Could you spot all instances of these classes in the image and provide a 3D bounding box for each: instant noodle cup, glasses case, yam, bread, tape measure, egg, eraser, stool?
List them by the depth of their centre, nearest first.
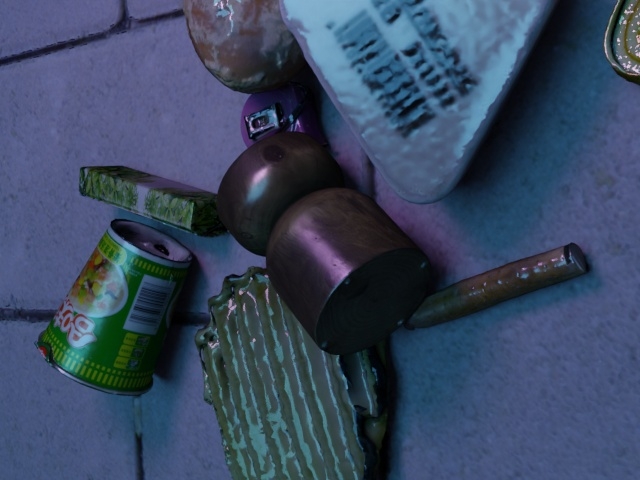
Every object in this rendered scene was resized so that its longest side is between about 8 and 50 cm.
[{"bbox_3d":[0.386,-0.246,1.019,0.117,0.064,0.156,30,107,28],"label":"bread"},{"bbox_3d":[0.099,-0.247,1.127,0.331,0.150,0.332,4,103,18],"label":"eraser"},{"bbox_3d":[0.211,0.063,1.164,0.263,0.046,0.046,-24,77,36],"label":"yam"},{"bbox_3d":[0.000,0.000,1.214,0.264,0.179,0.179,49,118,37],"label":"stool"},{"bbox_3d":[-0.089,-0.315,1.285,0.203,0.203,0.245,-18,55,36],"label":"egg"},{"bbox_3d":[-0.056,-0.171,1.343,0.125,0.074,0.118,-24,75,32],"label":"tape measure"},{"bbox_3d":[-0.319,0.099,1.479,0.207,0.207,0.233,35,103,31],"label":"instant noodle cup"},{"bbox_3d":[-0.271,-0.066,1.494,0.272,0.095,0.062,17,105,36],"label":"glasses case"}]

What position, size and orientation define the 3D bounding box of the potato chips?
[{"bbox_3d":[-0.040,0.239,1.346,0.358,0.070,0.430,-25,74,37],"label":"potato chips"}]
